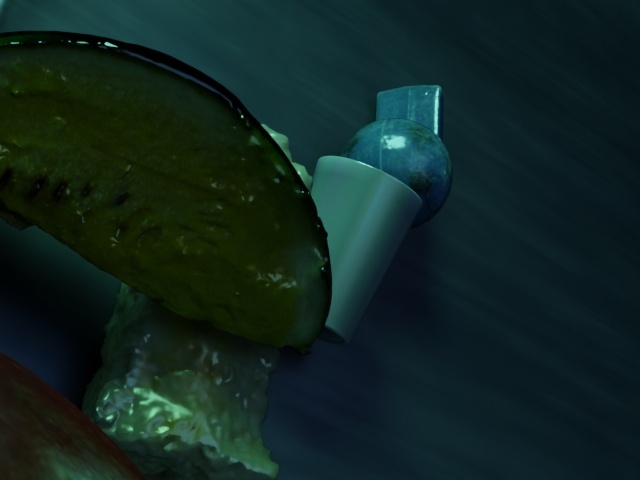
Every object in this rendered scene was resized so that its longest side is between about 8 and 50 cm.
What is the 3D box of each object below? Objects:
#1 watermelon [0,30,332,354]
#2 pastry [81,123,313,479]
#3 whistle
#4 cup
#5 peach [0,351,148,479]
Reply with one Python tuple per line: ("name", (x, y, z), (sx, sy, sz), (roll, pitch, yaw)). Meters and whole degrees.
("watermelon", (-0.109, -0.040, 0.864), (0.301, 0.123, 0.129), (28, 82, -21))
("pastry", (-0.075, 0.038, 0.941), (0.121, 0.089, 0.258), (28, 51, -32))
("whistle", (0.055, -0.063, 1.136), (0.090, 0.090, 0.157), (28, 52, -35))
("cup", (0.000, 0.000, 1.043), (0.104, 0.074, 0.116), (23, 77, 9))
("peach", (-0.227, 0.173, 0.518), (0.406, 0.335, 0.310), (-36, 100, -43))
